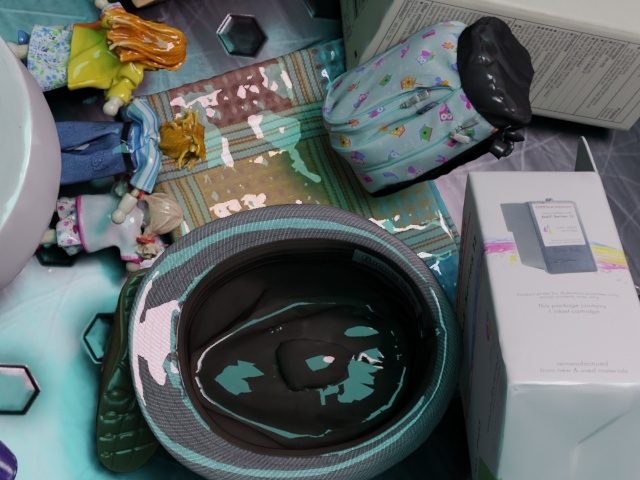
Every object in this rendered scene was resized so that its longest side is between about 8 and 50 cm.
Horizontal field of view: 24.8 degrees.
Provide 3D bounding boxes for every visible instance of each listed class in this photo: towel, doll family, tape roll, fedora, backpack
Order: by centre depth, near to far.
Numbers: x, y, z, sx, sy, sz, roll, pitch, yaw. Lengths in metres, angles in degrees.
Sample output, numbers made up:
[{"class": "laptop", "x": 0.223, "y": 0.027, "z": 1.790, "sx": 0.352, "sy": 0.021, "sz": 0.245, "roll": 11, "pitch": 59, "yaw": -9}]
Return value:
[{"class": "tape roll", "x": -0.361, "y": -0.065, "z": 1.187, "sx": 0.286, "sy": 0.100, "sz": 0.286, "roll": -1, "pitch": 77, "yaw": 3}, {"class": "fedora", "x": -0.023, "y": 0.099, "z": 1.230, "sx": 0.275, "sy": 0.124, "sz": 0.243, "roll": -13, "pitch": 74, "yaw": -10}, {"class": "doll family", "x": -0.184, "y": -0.108, "z": 1.273, "sx": 0.163, "sy": 0.118, "sz": 0.263, "roll": -6, "pitch": 76, "yaw": 0}, {"class": "backpack", "x": 0.094, "y": -0.121, "z": 1.312, "sx": 0.115, "sy": 0.182, "sz": 0.152, "roll": 55, "pitch": 27, "yaw": -19}, {"class": "towel", "x": 0.000, "y": 0.000, "z": 1.361, "sx": 0.271, "sy": 0.040, "sz": 0.370, "roll": -20, "pitch": 80, "yaw": -23}]

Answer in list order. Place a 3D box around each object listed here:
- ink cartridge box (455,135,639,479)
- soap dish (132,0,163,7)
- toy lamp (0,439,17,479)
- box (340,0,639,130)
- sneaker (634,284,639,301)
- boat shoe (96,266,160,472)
[{"class": "ink cartridge box", "x": 0.180, "y": 0.080, "z": 1.204, "sx": 0.119, "sy": 0.207, "sz": 0.353, "roll": 0, "pitch": 35, "yaw": -1}, {"class": "soap dish", "x": -0.079, "y": -0.371, "z": 1.362, "sx": 0.291, "sy": 0.118, "sz": 0.229, "roll": -25, "pitch": 80, "yaw": 5}, {"class": "toy lamp", "x": -0.361, "y": 0.132, "z": 1.145, "sx": 0.275, "sy": 0.080, "sz": 0.080, "roll": 36, "pitch": 64, "yaw": -29}, {"class": "box", "x": 0.189, "y": -0.215, "z": 1.409, "sx": 0.311, "sy": 0.148, "sz": 0.121, "roll": 9, "pitch": 54, "yaw": -20}, {"class": "sneaker", "x": 0.306, "y": 0.112, "z": 1.296, "sx": 0.112, "sy": 0.299, "sz": 0.120, "roll": 16, "pitch": 108, "yaw": -15}, {"class": "boat shoe", "x": -0.159, "y": 0.112, "z": 1.266, "sx": 0.064, "sy": 0.060, "sz": 0.178, "roll": 11, "pitch": 83, "yaw": -17}]
